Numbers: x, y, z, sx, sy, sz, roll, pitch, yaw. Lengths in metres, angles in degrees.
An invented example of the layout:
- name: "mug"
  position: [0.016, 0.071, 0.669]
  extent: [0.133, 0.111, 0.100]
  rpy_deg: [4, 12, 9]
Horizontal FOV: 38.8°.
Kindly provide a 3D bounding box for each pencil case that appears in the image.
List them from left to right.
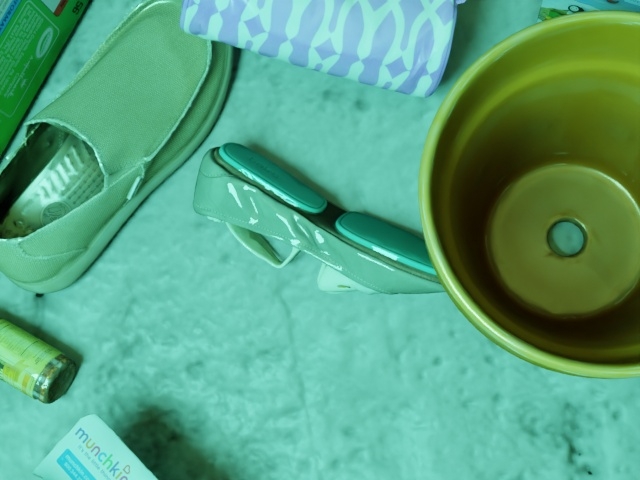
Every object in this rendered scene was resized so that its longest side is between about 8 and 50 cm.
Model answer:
- name: "pencil case"
  position: [0.002, -0.166, 0.655]
  extent: [0.206, 0.088, 0.086]
  rpy_deg: [12, 37, -9]

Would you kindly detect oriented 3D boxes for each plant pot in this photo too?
- name: "plant pot"
  position: [0.166, -0.013, 0.581]
  extent: [0.205, 0.188, 0.205]
  rpy_deg: [-1, 80, 7]

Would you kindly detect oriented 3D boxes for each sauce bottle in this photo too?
- name: "sauce bottle"
  position: [-0.250, 0.079, 0.696]
  extent: [0.128, 0.042, 0.042]
  rpy_deg: [26, 84, 13]

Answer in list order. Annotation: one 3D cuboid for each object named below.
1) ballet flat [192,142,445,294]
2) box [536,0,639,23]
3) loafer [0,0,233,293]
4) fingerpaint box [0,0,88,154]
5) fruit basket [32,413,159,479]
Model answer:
- name: "ballet flat"
  position: [0.000, 0.000, 0.672]
  extent: [0.213, 0.072, 0.068]
  rpy_deg: [29, 112, 12]
- name: "box"
  position: [0.261, -0.127, 0.603]
  extent: [0.233, 0.159, 0.044]
  rpy_deg: [22, 82, 11]
- name: "loafer"
  position: [-0.160, -0.079, 0.684]
  extent: [0.102, 0.092, 0.268]
  rpy_deg: [31, 85, 11]
- name: "fingerpaint box"
  position: [-0.423, -0.165, 0.699]
  extent: [0.371, 0.163, 0.444]
  rpy_deg: [26, 84, 10]
- name: "fruit basket"
  position: [-0.133, 0.344, 0.571]
  extent: [0.353, 0.165, 0.327]
  rpy_deg: [39, 87, 11]
